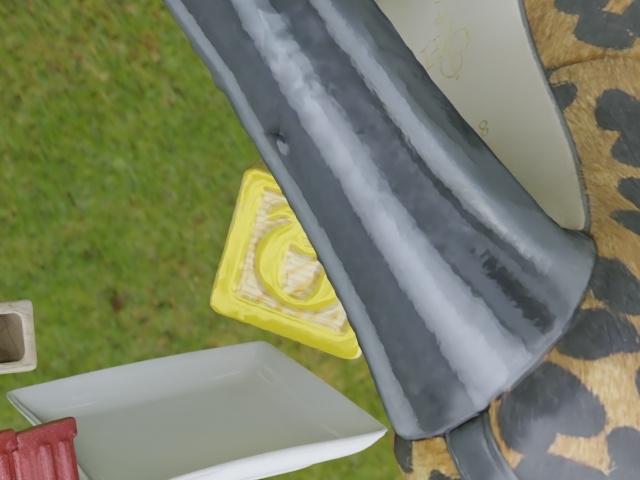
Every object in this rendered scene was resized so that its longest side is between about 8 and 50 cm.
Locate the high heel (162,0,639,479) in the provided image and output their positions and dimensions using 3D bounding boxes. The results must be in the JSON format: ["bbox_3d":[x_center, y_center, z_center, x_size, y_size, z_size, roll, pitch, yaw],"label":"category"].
[{"bbox_3d":[0.084,-0.010,0.435,0.093,0.186,0.261,-39,169,37],"label":"high heel"}]

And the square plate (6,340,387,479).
[{"bbox_3d":[-0.150,0.213,2.027,0.347,0.344,0.049,-10,108,-24],"label":"square plate"}]

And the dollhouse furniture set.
[{"bbox_3d":[-0.334,0.102,1.482,0.201,0.374,0.152,-10,177,35],"label":"dollhouse furniture set"}]

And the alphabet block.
[{"bbox_3d":[0.000,0.000,2.080,0.193,0.197,0.192,18,112,7],"label":"alphabet block"}]
